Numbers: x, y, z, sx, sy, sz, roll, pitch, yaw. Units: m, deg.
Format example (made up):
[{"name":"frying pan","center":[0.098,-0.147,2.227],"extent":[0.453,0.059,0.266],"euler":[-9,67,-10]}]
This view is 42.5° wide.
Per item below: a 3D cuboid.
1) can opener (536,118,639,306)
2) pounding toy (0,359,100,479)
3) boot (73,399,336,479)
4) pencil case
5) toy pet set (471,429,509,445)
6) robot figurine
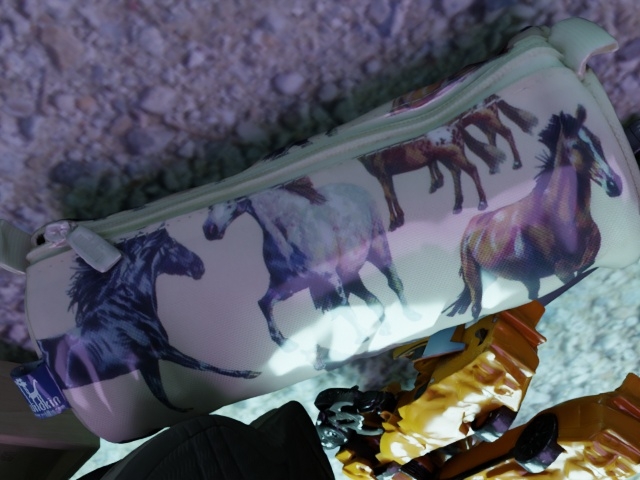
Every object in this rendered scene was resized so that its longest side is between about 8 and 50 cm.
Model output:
[{"name":"can opener","center":[0.244,-0.041,0.589],"extent":[0.280,0.074,0.093],"euler":[-39,123,24]},{"name":"pounding toy","center":[-0.283,0.160,0.702],"extent":[0.130,0.100,0.141],"euler":[19,129,-37]},{"name":"boot","center":[-0.153,0.217,0.564],"extent":[0.284,0.377,0.138],"euler":[-23,84,10]},{"name":"pencil case","center":[0.000,0.000,0.545],"extent":[0.410,0.160,0.183],"euler":[-21,140,12]},{"name":"toy pet set","center":[0.147,0.213,0.811],"extent":[0.122,0.065,0.114],"euler":[-42,86,22]},{"name":"robot figurine","center":[0.117,0.157,0.668],"extent":[0.211,0.085,0.291],"euler":[37,145,-5]}]
